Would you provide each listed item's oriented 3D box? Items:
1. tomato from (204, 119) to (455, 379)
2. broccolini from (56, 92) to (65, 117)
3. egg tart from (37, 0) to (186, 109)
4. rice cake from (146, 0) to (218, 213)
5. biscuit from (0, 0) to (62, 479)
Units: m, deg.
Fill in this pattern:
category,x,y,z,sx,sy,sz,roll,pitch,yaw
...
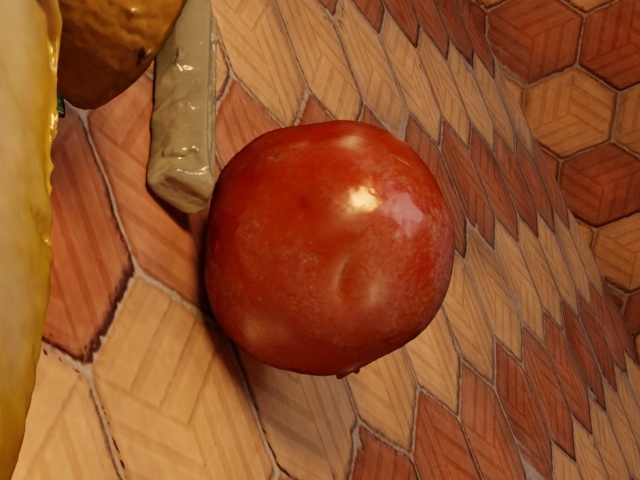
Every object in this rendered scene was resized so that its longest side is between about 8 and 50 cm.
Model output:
category,x,y,z,sx,sy,sz,roll,pitch,yaw
tomato,0.004,-0.002,1.018,0.188,0.232,0.232,48,27,-37
broccolini,-0.212,-0.156,0.917,0.035,0.030,0.140,123,-43,-69
egg tart,-0.178,-0.201,0.803,0.147,0.202,0.202,22,45,-34
rice cake,-0.122,-0.133,1.079,0.057,0.052,0.256,20,43,-24
biscuit,-0.254,-0.046,0.519,0.429,0.104,0.446,45,37,-62
